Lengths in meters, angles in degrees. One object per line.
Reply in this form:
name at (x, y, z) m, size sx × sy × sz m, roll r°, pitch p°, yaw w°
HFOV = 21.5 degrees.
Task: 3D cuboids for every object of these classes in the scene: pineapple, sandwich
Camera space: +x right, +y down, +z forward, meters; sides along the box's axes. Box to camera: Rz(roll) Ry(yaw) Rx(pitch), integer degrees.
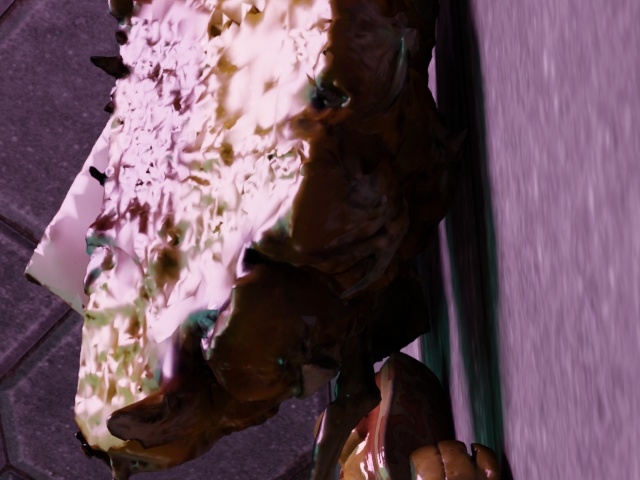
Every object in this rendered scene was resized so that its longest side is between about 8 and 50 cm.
pineapple at (0.006, -0.032, 0.708) m, size 0.158 × 0.161 × 0.335 m, roll 29°, pitch -118°, yaw -42°
sandwich at (0.052, 0.122, 0.641) m, size 0.093 × 0.035 × 0.105 m, roll -95°, pitch 2°, yaw -75°

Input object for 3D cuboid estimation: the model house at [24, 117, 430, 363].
model house at (0.000, 0.000, 0.945) m, size 0.248 × 0.176 × 0.181 m, roll 8°, pitch -64°, yaw -59°

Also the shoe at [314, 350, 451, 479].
shoe at (0.032, 0.111, 0.830) m, size 0.069 × 0.072 × 0.109 m, roll -43°, pitch 42°, yaw 35°
